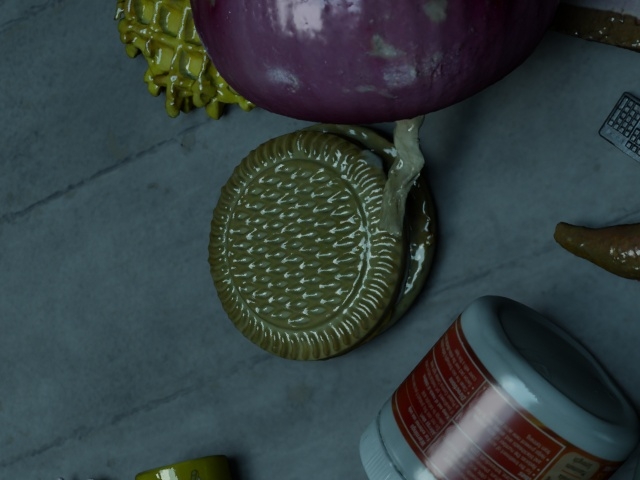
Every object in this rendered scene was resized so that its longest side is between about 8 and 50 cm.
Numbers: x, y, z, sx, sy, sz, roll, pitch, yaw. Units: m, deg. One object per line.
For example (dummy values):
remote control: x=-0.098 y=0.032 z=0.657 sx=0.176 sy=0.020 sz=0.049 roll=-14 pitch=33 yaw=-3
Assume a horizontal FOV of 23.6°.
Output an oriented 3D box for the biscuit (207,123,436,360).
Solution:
biscuit: x=0.000 y=0.000 z=1.604 sx=0.259 sy=0.079 sz=0.259 roll=-2 pitch=86 yaw=31

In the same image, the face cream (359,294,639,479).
face cream: x=0.168 y=0.180 z=1.429 sx=0.201 sy=0.201 sz=0.187 roll=46 pitch=110 yaw=23

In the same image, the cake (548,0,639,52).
cake: x=0.317 y=-0.228 z=1.440 sx=0.295 sy=0.113 sz=0.116 roll=24 pitch=98 yaw=42

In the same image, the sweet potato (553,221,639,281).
sweet potato: x=0.360 y=-0.001 z=1.400 sx=0.314 sy=0.072 sz=0.066 roll=-8 pitch=92 yaw=31

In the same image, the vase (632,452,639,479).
vase: x=0.357 y=0.181 z=1.338 sx=0.251 sy=0.156 sz=0.301 roll=-167 pitch=87 yaw=-72

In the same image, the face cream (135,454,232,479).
face cream: x=-0.112 y=0.409 z=1.635 sx=0.105 sy=0.105 sz=0.348 roll=-19 pitch=79 yaw=28

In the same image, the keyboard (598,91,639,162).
keyboard: x=0.336 y=-0.081 z=1.453 sx=0.155 sy=0.010 sz=0.053 roll=38 pitch=107 yaw=26

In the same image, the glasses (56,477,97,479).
glasses: x=-0.248 y=0.380 z=1.724 sx=0.162 sy=0.095 sz=0.255 roll=-45 pitch=70 yaw=12

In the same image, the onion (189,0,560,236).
onion: x=0.057 y=-0.238 z=1.456 sx=0.358 sy=0.345 sz=0.358 roll=-6 pitch=55 yaw=9

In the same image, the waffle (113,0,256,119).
waffle: x=-0.110 y=-0.269 z=1.686 sx=0.293 sy=0.069 sz=0.260 roll=-29 pitch=73 yaw=27
